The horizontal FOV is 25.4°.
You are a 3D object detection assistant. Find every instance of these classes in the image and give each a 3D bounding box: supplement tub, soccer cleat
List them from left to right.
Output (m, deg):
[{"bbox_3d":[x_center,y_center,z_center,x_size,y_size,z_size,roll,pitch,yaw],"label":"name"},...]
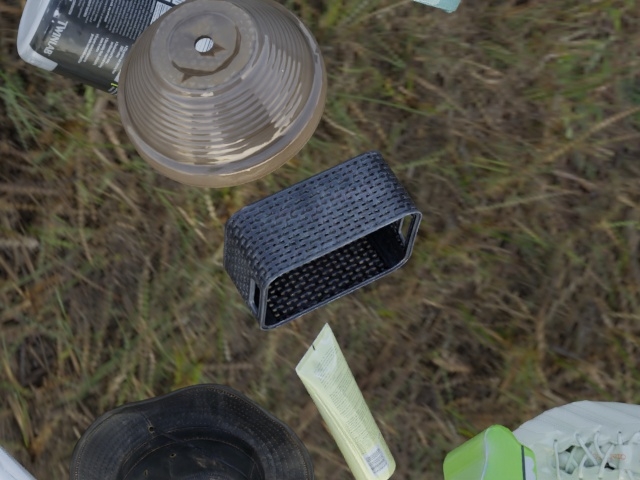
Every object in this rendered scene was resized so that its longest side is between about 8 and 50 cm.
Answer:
[{"bbox_3d":[-0.232,-0.280,1.921,0.316,0.193,0.194,20,92,-22],"label":"supplement tub"},{"bbox_3d":[0.199,0.136,0.901,0.196,0.076,0.068,-11,96,21],"label":"soccer cleat"}]

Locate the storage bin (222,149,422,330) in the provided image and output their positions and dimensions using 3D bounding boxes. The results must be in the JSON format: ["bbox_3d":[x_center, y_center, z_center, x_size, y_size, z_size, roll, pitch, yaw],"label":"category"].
[{"bbox_3d":[0.000,0.000,1.429,0.180,0.122,0.084,-24,66,-17],"label":"storage bin"}]

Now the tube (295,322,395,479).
[{"bbox_3d":[0.033,0.231,1.940,0.062,0.070,0.240,-25,121,1],"label":"tube"}]

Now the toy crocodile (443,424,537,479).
[{"bbox_3d":[0.091,0.276,0.815,0.105,0.115,0.341,10,68,-19],"label":"toy crocodile"}]

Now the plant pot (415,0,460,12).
[{"bbox_3d":[0.098,-0.374,1.607,0.293,0.293,0.196,13,102,-18],"label":"plant pot"}]

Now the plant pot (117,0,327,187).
[{"bbox_3d":[-0.116,-0.186,1.548,0.237,0.110,0.237,-4,64,9],"label":"plant pot"}]

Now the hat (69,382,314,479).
[{"bbox_3d":[-0.175,0.351,1.865,0.331,0.134,0.331,1,120,2],"label":"hat"}]

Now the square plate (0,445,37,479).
[{"bbox_3d":[-0.151,0.238,0.494,0.344,0.049,0.347,43,102,-10],"label":"square plate"}]
